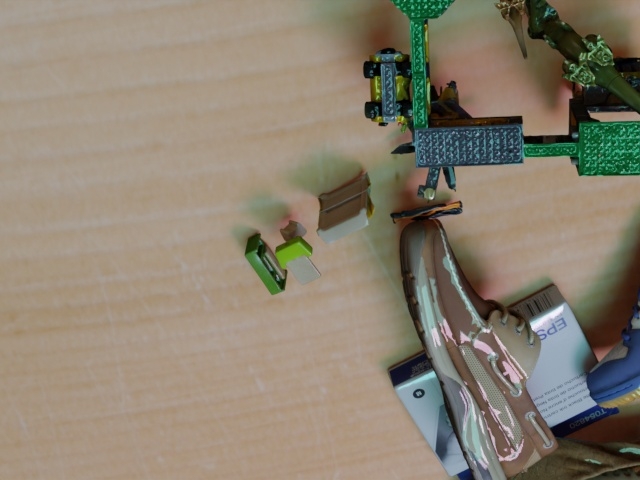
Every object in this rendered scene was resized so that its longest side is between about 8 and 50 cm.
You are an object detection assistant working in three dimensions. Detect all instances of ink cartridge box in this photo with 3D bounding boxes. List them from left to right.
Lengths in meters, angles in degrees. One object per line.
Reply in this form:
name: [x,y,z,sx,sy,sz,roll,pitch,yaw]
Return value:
ink cartridge box: [0.225,0.189,1.251,0.223,0.045,0.224,-29,120,8]

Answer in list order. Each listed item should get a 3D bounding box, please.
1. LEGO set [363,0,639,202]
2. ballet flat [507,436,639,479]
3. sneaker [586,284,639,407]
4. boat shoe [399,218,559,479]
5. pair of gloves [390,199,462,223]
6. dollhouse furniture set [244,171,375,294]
LEGO set: [0.211,-0.173,0.987,0.331,0.192,0.255,-8,103,12]
ballet flat: [0.383,0.290,1.264,0.342,0.124,0.116,1,128,-20]
sneaker: [0.389,0.054,1.171,0.131,0.112,0.296,45,100,2]
boat shoe: [0.170,0.112,1.123,0.116,0.123,0.324,-21,116,3]
pair of gloves: [0.110,-0.027,1.091,0.074,0.083,0.010,-10,86,6]
dollhouse furniture set: [0.000,0.000,1.090,0.151,0.076,0.058,-26,119,18]
